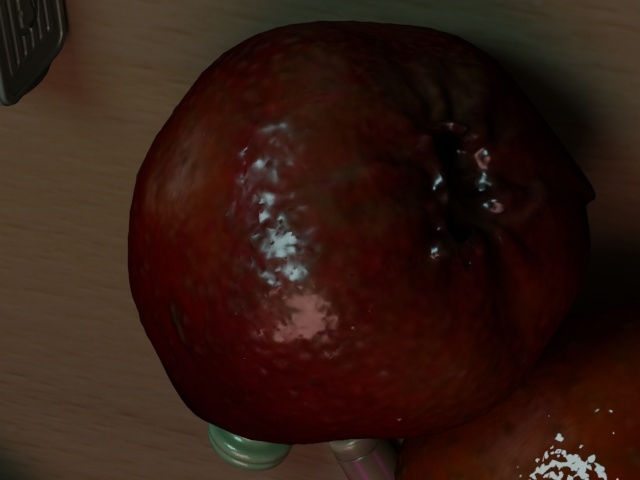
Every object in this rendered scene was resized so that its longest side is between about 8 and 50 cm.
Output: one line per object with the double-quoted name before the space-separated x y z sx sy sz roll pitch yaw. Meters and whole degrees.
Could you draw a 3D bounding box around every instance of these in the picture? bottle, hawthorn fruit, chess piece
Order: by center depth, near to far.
"hawthorn fruit" 0.000 0.000 1.192 0.265 0.265 0.307 42 152 -20
"hawthorn fruit" 0.210 0.168 1.262 0.299 0.275 0.275 -26 121 20
"chess piece" -0.043 0.115 1.460 0.067 0.067 0.103 20 128 3
"bottle" 0.041 0.175 1.495 0.045 0.045 0.096 -11 126 31

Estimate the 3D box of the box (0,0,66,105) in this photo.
"box" -0.214 -0.154 1.243 0.069 0.084 0.122 16 136 18
